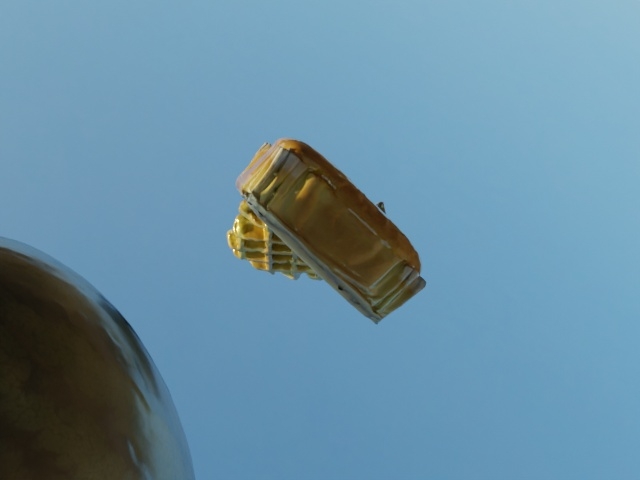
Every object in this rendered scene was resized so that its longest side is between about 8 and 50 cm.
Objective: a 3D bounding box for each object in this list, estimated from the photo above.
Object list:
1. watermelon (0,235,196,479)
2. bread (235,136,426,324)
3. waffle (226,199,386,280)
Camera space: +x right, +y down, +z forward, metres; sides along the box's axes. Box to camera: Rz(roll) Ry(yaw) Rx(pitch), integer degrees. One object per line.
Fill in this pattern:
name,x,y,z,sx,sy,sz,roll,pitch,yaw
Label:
watermelon,-0.229,0.143,0.607,0.279,0.359,0.278,-14,-148,9
bread,0.014,-0.017,1.134,0.241,0.107,0.136,44,179,-15
waffle,0.000,0.002,1.460,0.309,0.283,0.065,20,-119,-45
